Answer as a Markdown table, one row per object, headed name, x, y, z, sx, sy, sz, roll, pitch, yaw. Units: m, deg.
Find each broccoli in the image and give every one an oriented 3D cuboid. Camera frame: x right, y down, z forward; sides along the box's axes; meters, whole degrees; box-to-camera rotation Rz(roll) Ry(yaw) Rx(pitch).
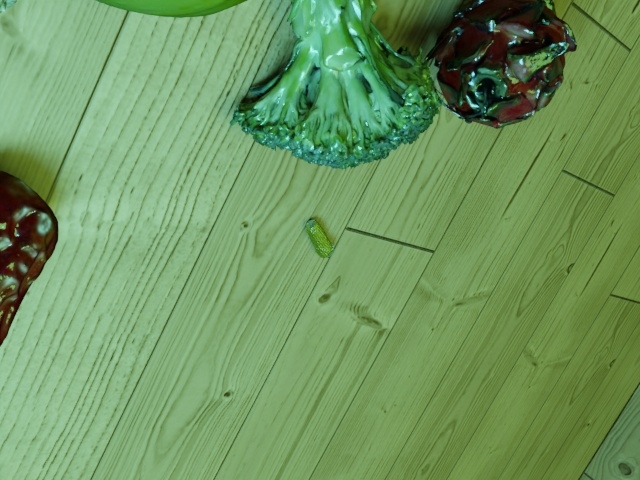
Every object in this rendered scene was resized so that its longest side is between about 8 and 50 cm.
| name | x | y | z | sx | sy | sz | roll | pitch | yaw |
| --- | --- | --- | --- | --- | --- | --- | --- | --- | --- |
| broccoli | 0.041 | -0.270 | 1.045 | 0.252 | 0.221 | 0.361 | 10 | 115 | -8 |

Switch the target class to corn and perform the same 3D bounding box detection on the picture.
| name | x | y | z | sx | sy | sz | roll | pitch | yaw |
| --- | --- | --- | --- | --- | --- | --- | --- | --- | --- |
| corn | 0.000 | 0.000 | 1.305 | 0.027 | 0.028 | 0.083 | -58 | 144 | -26 |

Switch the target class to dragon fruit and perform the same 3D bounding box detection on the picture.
| name | x | y | z | sx | sy | sz | roll | pitch | yaw |
| --- | --- | --- | --- | --- | --- | --- | --- | --- | --- |
| dragon fruit | 0.251 | -0.251 | 1.211 | 0.193 | 0.192 | 0.274 | 88 | 25 | -49 |

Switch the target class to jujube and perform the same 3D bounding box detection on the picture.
| name | x | y | z | sx | sy | sz | roll | pitch | yaw |
| --- | --- | --- | --- | --- | --- | --- | --- | --- | --- |
| jujube | -0.377 | 0.036 | 0.896 | 0.230 | 0.155 | 0.155 | -55 | 141 | -12 |

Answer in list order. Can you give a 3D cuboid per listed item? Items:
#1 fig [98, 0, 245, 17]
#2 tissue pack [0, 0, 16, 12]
| name | x | y | z | sx | sy | sz | roll | pitch | yaw |
| --- | --- | --- | --- | --- | --- | --- | --- | --- | --- |
| fig | -0.141 | -0.324 | 0.804 | 0.271 | 0.239 | 0.239 | -22 | 139 | 10 |
| tissue pack | -0.277 | -0.378 | 0.529 | 0.382 | 0.228 | 0.293 | 38 | 89 | -22 |
